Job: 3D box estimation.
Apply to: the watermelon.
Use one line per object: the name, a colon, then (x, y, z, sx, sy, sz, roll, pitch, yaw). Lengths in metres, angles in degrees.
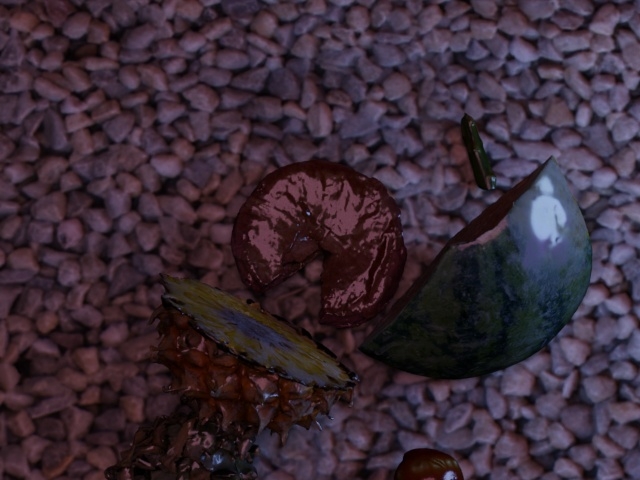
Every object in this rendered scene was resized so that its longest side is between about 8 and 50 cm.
watermelon: (0.200, 0.043, 1.368, 0.255, 0.260, 0.176, -1, 62, -27)

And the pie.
pie: (0.000, 0.000, 1.439, 0.218, 0.054, 0.205, 12, 75, 0)

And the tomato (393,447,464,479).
tomato: (0.125, 0.280, 1.359, 0.087, 0.087, 0.075, -7, 48, -5)

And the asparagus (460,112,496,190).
asparagus: (0.201, -0.112, 1.496, 0.025, 0.021, 0.108, -13, 76, -11)

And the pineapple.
pineapple: (-0.130, 0.213, 1.319, 0.262, 0.262, 0.272, 30, 99, 5)
